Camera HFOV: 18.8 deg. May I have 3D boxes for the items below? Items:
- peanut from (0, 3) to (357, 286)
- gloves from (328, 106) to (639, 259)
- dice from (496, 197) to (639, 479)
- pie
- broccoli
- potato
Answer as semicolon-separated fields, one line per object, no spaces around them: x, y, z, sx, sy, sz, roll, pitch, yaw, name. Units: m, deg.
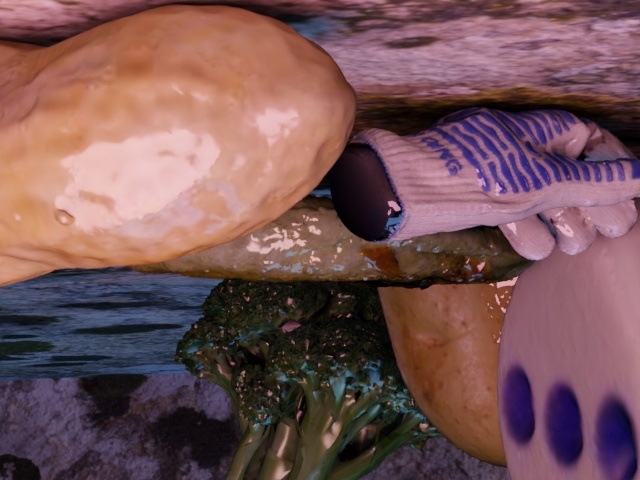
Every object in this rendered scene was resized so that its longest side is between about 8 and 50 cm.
-0.131;-0.046;0.965;0.313;0.149;0.149;-10;170;24;peanut
0.115;-0.037;1.204;0.229;0.097;0.119;6;-178;-33;gloves
0.318;0.119;1.403;0.304;0.277;0.304;-6;144;-16;dice
0.000;0.000;1.356;0.323;0.070;0.323;8;-179;0;pie
-0.011;0.148;1.987;0.308;0.275;0.308;24;167;6;broccoli
0.191;0.092;1.673;0.286;0.242;0.242;-2;173;-8;potato
